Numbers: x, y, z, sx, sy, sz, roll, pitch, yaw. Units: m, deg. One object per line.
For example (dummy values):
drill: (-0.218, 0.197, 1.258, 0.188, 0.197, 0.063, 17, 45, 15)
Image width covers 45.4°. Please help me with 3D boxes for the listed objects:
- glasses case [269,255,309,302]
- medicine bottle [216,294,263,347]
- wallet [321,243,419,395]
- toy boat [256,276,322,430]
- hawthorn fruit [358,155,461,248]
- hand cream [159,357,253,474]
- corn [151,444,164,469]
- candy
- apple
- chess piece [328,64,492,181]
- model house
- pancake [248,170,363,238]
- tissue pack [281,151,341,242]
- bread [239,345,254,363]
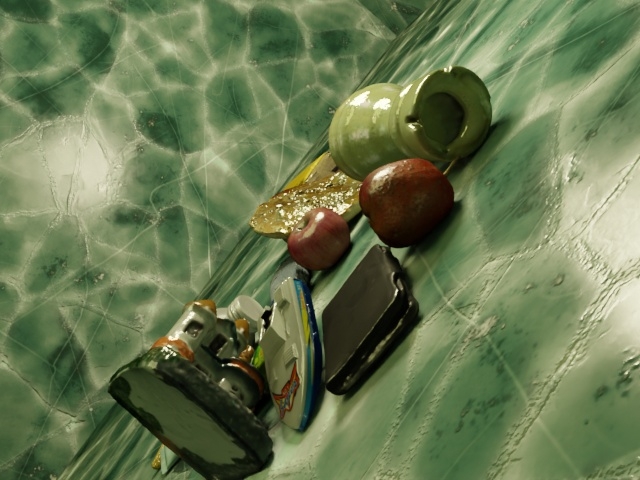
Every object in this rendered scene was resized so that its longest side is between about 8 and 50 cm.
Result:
glasses case: (-0.077, 0.100, 1.895, 0.109, 0.067, 0.282, -51, 9, 8)
medicine bottle: (-0.233, 0.237, 1.881, 0.215, 0.135, 0.135, -47, 11, 20)
wallet: (0.070, 0.114, 1.290, 0.197, 0.051, 0.377, -52, 10, 8)
toy boat: (-0.052, 0.199, 1.296, 0.129, 0.088, 0.295, -56, 28, 30)
hawthorn fruit: (0.171, -0.081, 1.344, 0.203, 0.162, 0.162, -31, 13, 7)
hand cream: (-0.260, 0.387, 1.728, 0.331, 0.058, 0.085, -53, 30, 12)
corn: (-0.377, 0.511, 1.837, 0.083, 0.027, 0.028, -60, -2, -33)
candy: (-0.091, 0.235, 1.492, 0.246, 0.069, 0.149, -48, 13, 16)
apple: (0.000, 0.000, 1.779, 0.153, 0.120, 0.153, -42, 19, 18)
chess piece: (0.186, -0.249, 1.637, 0.234, 0.234, 0.442, -52, 14, -10)
model house: (-0.174, 0.221, 1.336, 0.190, 0.271, 0.301, -36, 16, 38)
pancake: (-0.022, -0.096, 2.002, 0.356, 0.065, 0.356, -17, 21, 7)
tissue pack: (-0.038, -0.128, 2.325, 0.271, 0.134, 0.192, -37, 18, 50)
bread: (-0.198, 0.309, 1.496, 0.105, 0.076, 0.233, 110, -179, -81)
